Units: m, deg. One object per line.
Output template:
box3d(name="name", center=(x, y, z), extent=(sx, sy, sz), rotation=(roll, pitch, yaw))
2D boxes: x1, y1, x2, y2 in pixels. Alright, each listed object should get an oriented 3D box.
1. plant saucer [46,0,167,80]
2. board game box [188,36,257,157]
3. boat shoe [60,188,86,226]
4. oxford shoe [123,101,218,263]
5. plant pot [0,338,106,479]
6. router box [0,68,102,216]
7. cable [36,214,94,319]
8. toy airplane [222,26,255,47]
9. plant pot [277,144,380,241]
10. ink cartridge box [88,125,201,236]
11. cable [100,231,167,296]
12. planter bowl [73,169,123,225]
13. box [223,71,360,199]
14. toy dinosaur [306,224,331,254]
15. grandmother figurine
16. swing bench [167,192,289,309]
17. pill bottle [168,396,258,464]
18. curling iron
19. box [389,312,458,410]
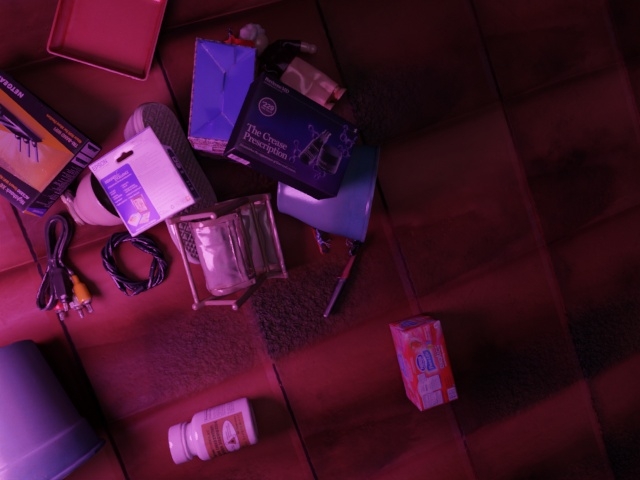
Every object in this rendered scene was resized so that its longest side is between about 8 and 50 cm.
box3d(name="plant saucer", center=(-0.572, -0.591, 1.159), extent=(0.259, 0.048, 0.258), rotation=(14, 89, -10))
box3d(name="board game box", center=(-0.251, -0.342, 1.103), extent=(0.141, 0.291, 0.232), rotation=(5, 91, -12))
box3d(name="boat shoe", center=(-0.675, -0.111, 1.155), extent=(0.049, 0.056, 0.152), rotation=(-32, 96, -23))
box3d(name="oxford shoe", center=(-0.405, -0.148, 1.172), extent=(0.169, 0.130, 0.449), rotation=(-36, 112, -48))
box3d(name="plant pot", center=(-0.770, 0.447, 1.027), extent=(0.341, 0.341, 0.334), rotation=(-28, 89, -9))
box3d(name="router box", center=(-0.772, -0.250, 1.087), extent=(0.309, 0.081, 0.243), rotation=(38, 85, 2))
box3d(name="cable", center=(-0.715, 0.079, 1.163), extent=(0.139, 0.072, 0.287), rotation=(-15, 82, 7))
box3d(name="toy airplane", center=(-0.246, -0.521, 1.200), extent=(0.028, 0.151, 0.151), rotation=(-39, 100, -46))
box3d(name="plant pot", center=(0.018, -0.147, 1.189), extent=(0.255, 0.271, 0.272), rotation=(9, 90, 4))
box3d(name="ink cartridge box", center=(-0.439, -0.145, 1.061), extent=(0.206, 0.045, 0.208), rotation=(-26, 101, 15))
box3d(name="cable", center=(-0.522, 0.056, 1.188), extent=(0.150, 0.047, 0.184), rotation=(-28, 96, -9))
box3d(name="planter bowl", center=(-0.579, -0.105, 1.128), extent=(0.109, 0.162, 0.162), rotation=(-26, 97, 17))
box3d(name="box", center=(-0.062, -0.229, 0.973), extent=(0.261, 0.103, 0.184), rotation=(22, 80, -26))
box3d(name="toy dinosaur", center=(0.000, 0.000, 1.301), extent=(0.090, 0.047, 0.082), rotation=(13, 99, 22))
box3d(name="grandmother figurine", center=(-0.097, -0.496, 1.231), extent=(0.342, 0.104, 0.208), rotation=(38, 72, -6))
box3d(name="swing bench", center=(-0.235, 0.024, 1.149), extent=(0.165, 0.254, 0.253), rotation=(-4, 104, 30))
box3d(name="pill bottle", center=(-0.300, 0.543, 1.202), extent=(0.229, 0.131, 0.131), rotation=(-15, 94, -10))
box3d(name="curling iron", center=(0.065, 0.108, 1.303), extent=(0.068, 0.035, 0.274), rotation=(22, 92, -48))
box3d(name="box", center=(0.318, 0.371, 1.318), extent=(0.128, 0.122, 0.257), rotation=(-15, 94, -10))
